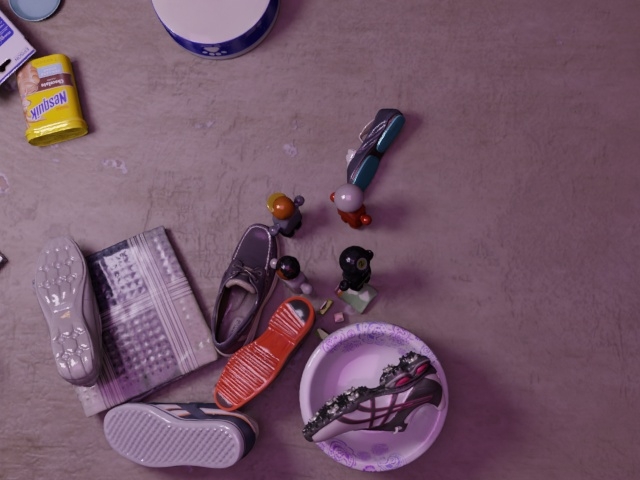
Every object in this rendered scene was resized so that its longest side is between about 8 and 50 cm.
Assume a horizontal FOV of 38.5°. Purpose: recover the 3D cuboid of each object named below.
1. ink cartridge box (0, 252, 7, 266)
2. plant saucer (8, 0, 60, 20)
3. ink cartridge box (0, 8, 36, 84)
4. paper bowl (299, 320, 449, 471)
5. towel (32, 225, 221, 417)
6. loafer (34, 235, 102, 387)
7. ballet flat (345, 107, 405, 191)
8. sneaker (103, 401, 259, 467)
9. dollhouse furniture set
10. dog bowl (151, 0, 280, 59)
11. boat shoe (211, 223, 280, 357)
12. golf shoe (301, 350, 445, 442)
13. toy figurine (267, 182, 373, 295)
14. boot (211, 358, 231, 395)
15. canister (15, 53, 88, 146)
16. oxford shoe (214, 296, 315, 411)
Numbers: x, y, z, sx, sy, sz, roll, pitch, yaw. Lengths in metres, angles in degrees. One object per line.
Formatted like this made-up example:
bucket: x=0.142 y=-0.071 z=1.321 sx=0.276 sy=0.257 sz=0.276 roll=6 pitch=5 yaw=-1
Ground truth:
ink cartridge box: x=-0.731 y=0.023 z=1.951 sx=0.115 sy=0.029 sz=0.063 roll=43 pitch=89 yaw=8
plant saucer: x=-0.622 y=-0.535 z=2.006 sx=0.119 sy=0.021 sz=0.119 roll=0 pitch=85 yaw=4
ink cartridge box: x=-0.758 y=-0.453 z=1.977 sx=0.165 sy=0.065 sz=0.332 roll=-42 pitch=77 yaw=-2
paper bowl: x=0.102 y=0.299 z=1.792 sx=0.284 sy=0.148 sz=0.284 roll=0 pitch=86 yaw=0
towel: x=-0.403 y=0.170 z=1.907 sx=0.312 sy=0.056 sz=0.324 roll=-24 pitch=80 yaw=-1
loafer: x=-0.500 y=0.143 z=1.835 sx=0.112 sy=0.111 sz=0.319 roll=-12 pitch=64 yaw=-5
ballet flat: x=0.099 y=-0.187 z=1.895 sx=0.074 sy=0.074 sz=0.203 roll=32 pitch=93 yaw=7
sneaker: x=-0.274 y=0.387 z=1.837 sx=0.321 sy=0.127 sz=0.126 roll=5 pitch=97 yaw=23
dollhouse furniture set: x=0.046 y=0.137 z=1.863 sx=0.076 sy=0.058 sz=0.151 roll=38 pitch=88 yaw=7
dog bowl: x=-0.221 y=-0.523 z=1.932 sx=0.265 sy=0.104 sz=0.265 roll=-1 pitch=84 yaw=5
boat shoe: x=-0.153 y=0.095 z=1.856 sx=0.103 sy=0.092 sz=0.285 roll=16 pitch=77 yaw=10
golf shoe: x=0.099 y=0.313 z=1.670 sx=0.273 sy=0.105 sz=0.120 roll=-29 pitch=94 yaw=0
toy figurine: x=0.000 y=0.000 z=1.818 sx=0.209 sy=0.148 sz=0.213 roll=-4 pitch=70 yaw=5
boot: x=-0.186 y=0.287 z=1.877 sx=0.087 sy=0.042 sz=0.118 roll=-32 pitch=75 yaw=8
canister: x=-0.577 y=-0.300 z=1.952 sx=0.126 sy=0.073 sz=0.170 roll=-15 pitch=82 yaw=3
oxford shoe: x=-0.101 y=0.238 z=1.833 sx=0.097 sy=0.098 sz=0.271 roll=40 pitch=80 yaw=23
